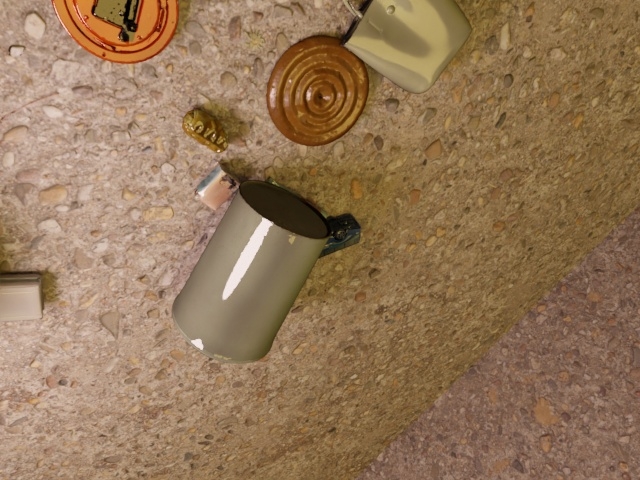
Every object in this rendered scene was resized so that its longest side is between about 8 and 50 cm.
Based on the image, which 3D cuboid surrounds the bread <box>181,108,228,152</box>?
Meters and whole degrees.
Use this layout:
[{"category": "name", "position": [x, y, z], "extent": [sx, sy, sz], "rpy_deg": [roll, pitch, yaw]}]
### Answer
[{"category": "bread", "position": [-0.248, -0.240, 0.948], "extent": [0.066, 0.060, 0.110], "rpy_deg": [-26, 140, 34]}]

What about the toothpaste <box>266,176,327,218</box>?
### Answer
[{"category": "toothpaste", "position": [-0.068, -0.103, 1.168], "extent": [0.205, 0.036, 0.056], "rpy_deg": [26, 110, -35]}]

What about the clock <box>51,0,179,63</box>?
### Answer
[{"category": "clock", "position": [-0.353, -0.415, 0.760], "extent": [0.205, 0.051, 0.205], "rpy_deg": [-15, 129, -19]}]

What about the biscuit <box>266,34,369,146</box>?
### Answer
[{"category": "biscuit", "position": [0.001, -0.338, 1.021], "extent": [0.261, 0.037, 0.262], "rpy_deg": [-15, 129, -18]}]

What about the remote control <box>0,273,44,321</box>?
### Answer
[{"category": "remote control", "position": [-0.769, 0.128, 0.951], "extent": [0.277, 0.055, 0.103], "rpy_deg": [0, 124, -26]}]

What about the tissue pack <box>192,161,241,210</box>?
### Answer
[{"category": "tissue pack", "position": [-0.247, -0.127, 1.034], "extent": [0.094, 0.059, 0.074], "rpy_deg": [-44, 136, 9]}]

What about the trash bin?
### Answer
[{"category": "trash bin", "position": [-0.180, 0.095, 1.090], "extent": [0.280, 0.280, 0.432], "rpy_deg": [15, 116, -36]}]

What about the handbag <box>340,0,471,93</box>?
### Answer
[{"category": "handbag", "position": [0.174, -0.485, 0.957], "extent": [0.315, 0.109, 0.241], "rpy_deg": [26, 108, -36]}]

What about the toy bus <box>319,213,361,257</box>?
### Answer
[{"category": "toy bus", "position": [0.001, 0.003, 1.255], "extent": [0.236, 0.079, 0.094], "rpy_deg": [-21, 134, -12]}]
